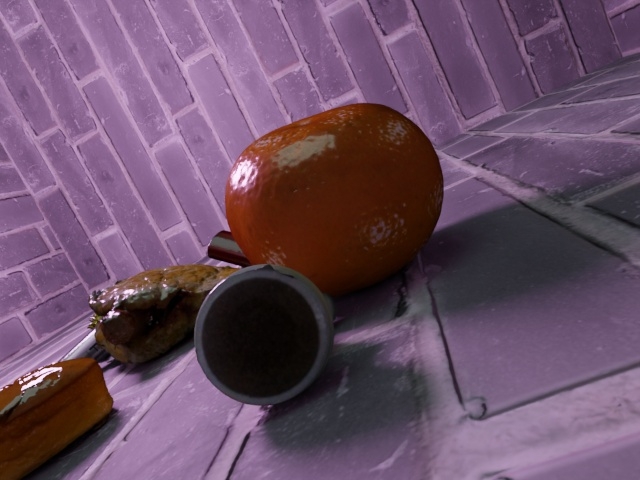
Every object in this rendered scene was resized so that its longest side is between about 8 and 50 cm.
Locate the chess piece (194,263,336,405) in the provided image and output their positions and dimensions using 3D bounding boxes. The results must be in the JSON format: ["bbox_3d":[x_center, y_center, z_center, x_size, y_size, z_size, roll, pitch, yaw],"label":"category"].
[{"bbox_3d":[-0.063,0.122,0.706,0.175,0.176,0.298,-26,-4,-1],"label":"chess piece"}]

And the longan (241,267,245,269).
[{"bbox_3d":[-0.172,0.077,1.392,0.113,0.114,0.092,-25,14,9],"label":"longan"}]

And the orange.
[{"bbox_3d":[0.027,-0.073,0.923,0.423,0.327,0.424,-16,19,6],"label":"orange"}]

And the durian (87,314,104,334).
[{"bbox_3d":[-0.656,0.299,1.583,0.168,0.159,0.352,9,11,1],"label":"durian"}]

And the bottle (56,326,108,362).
[{"bbox_3d":[-0.623,0.301,1.334,0.079,0.096,0.254,6,40,33],"label":"bottle"}]

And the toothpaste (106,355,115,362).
[{"bbox_3d":[-0.512,0.254,1.456,0.098,0.061,0.392,-30,9,11],"label":"toothpaste"}]

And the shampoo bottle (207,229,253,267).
[{"bbox_3d":[-0.172,0.037,1.311,0.260,0.065,0.102,12,39,20],"label":"shampoo bottle"}]

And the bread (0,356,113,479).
[{"bbox_3d":[-0.501,0.307,0.837,0.195,0.143,0.269,-17,15,49],"label":"bread"}]

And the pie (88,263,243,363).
[{"bbox_3d":[-0.384,0.162,1.285,0.417,0.181,0.395,-19,14,-32],"label":"pie"}]

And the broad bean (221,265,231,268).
[{"bbox_3d":[-0.379,0.123,1.898,0.052,0.052,0.256,-67,18,-9],"label":"broad bean"}]
